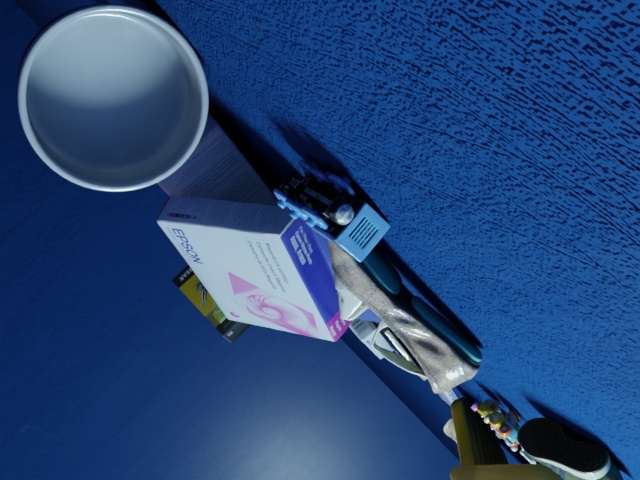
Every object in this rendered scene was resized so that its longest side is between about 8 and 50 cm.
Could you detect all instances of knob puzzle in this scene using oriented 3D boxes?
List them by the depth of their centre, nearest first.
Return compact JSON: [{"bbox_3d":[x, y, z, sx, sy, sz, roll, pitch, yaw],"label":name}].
[{"bbox_3d":[0.171,0.208,1.560,0.213,0.030,0.213,53,-178,-3],"label":"knob puzzle"}]

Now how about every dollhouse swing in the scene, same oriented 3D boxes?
[{"bbox_3d":[0.442,0.492,1.545,0.315,0.305,0.347,-12,134,30],"label":"dollhouse swing"}]

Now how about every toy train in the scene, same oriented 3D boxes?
[{"bbox_3d":[0.009,-0.042,1.017,0.105,0.080,0.184,43,175,-29],"label":"toy train"},{"bbox_3d":[0.330,0.326,1.340,0.125,0.046,0.166,45,176,-3],"label":"toy train"}]

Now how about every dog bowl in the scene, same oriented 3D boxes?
[{"bbox_3d":[-0.304,-0.210,1.123,0.265,0.265,0.104,50,174,-28],"label":"dog bowl"}]

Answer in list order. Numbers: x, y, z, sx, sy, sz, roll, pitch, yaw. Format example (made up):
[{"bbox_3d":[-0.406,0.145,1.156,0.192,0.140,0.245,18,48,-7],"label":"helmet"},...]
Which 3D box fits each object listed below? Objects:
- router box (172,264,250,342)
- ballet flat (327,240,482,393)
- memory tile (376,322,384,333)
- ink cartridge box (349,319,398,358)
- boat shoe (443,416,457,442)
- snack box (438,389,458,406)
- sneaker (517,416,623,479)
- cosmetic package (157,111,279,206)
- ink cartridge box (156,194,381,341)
[{"bbox_3d":[-0.227,0.095,2.170,0.243,0.309,0.081,42,173,25],"label":"router box"},{"bbox_3d":[0.094,0.102,1.118,0.316,0.106,0.107,46,-162,5],"label":"ballet flat"},{"bbox_3d":[0.093,0.133,1.644,0.148,0.012,0.113,52,-177,-26],"label":"memory tile"},{"bbox_3d":[0.070,0.155,1.679,0.223,0.045,0.224,51,-179,29],"label":"ink cartridge box"},{"bbox_3d":[0.379,0.510,2.016,0.059,0.063,0.170,36,177,42],"label":"boat shoe"},{"bbox_3d":[0.284,0.345,1.774,0.064,0.022,0.178,39,170,41],"label":"snack box"},{"bbox_3d":[0.347,0.310,1.054,0.086,0.064,0.192,53,169,-11],"label":"sneaker"},{"bbox_3d":[-0.177,-0.081,1.468,0.365,0.155,0.197,51,179,-41],"label":"cosmetic package"},{"bbox_3d":[-0.074,0.059,1.327,0.330,0.071,0.324,8,146,27],"label":"ink cartridge box"}]
